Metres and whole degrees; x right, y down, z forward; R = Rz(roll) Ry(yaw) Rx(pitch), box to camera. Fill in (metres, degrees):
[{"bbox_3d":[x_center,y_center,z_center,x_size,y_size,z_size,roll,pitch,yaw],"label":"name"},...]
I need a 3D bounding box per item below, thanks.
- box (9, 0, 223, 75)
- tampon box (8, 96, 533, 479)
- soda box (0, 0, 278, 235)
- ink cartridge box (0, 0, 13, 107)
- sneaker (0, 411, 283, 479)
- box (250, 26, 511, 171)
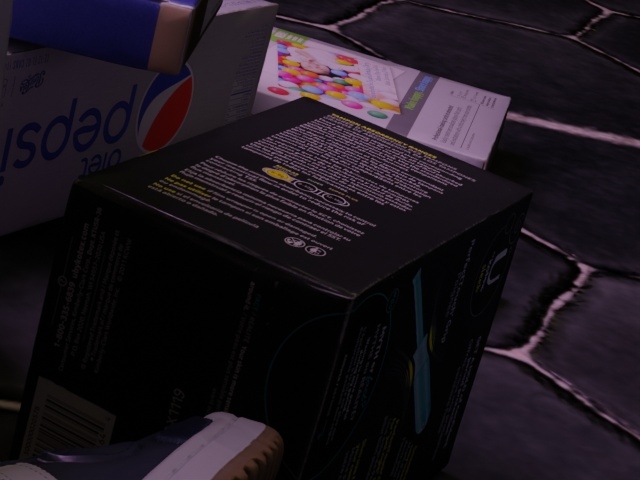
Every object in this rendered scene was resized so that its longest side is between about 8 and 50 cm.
[{"bbox_3d":[-0.157,-0.128,0.835,0.225,0.036,0.136,15,20,0],"label":"box"},{"bbox_3d":[-0.013,0.033,0.660,0.101,0.120,0.161,24,21,20],"label":"tampon box"},{"bbox_3d":[-0.137,-0.070,0.882,0.098,0.091,0.286,23,22,22],"label":"soda box"},{"bbox_3d":[-0.182,-0.096,0.580,0.121,0.289,0.211,21,37,9],"label":"ink cartridge box"},{"bbox_3d":[-0.118,0.092,0.462,0.153,0.099,0.282,22,24,12],"label":"sneaker"},{"bbox_3d":[0.009,-0.075,1.081,0.186,0.038,0.145,17,20,6],"label":"box"}]
